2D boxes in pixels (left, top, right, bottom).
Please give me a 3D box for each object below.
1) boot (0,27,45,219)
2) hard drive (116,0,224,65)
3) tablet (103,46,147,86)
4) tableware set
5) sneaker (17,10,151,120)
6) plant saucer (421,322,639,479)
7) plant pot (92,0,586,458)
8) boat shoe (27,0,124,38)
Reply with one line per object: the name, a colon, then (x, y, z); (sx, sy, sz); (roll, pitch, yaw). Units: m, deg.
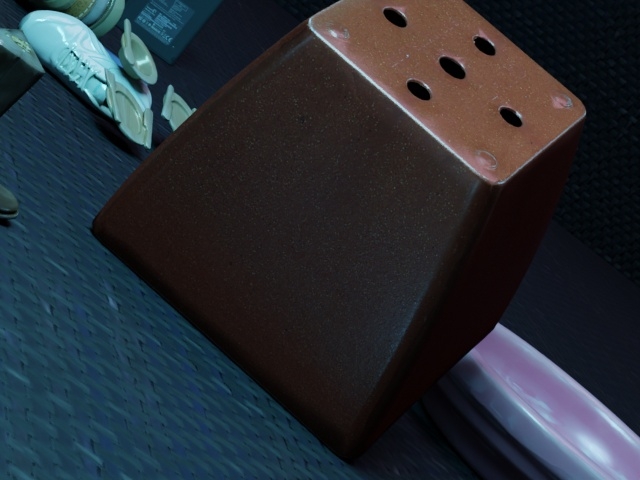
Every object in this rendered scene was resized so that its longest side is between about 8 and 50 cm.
boot: (-0.209, -0.078, 1.281); (0.106, 0.114, 0.037); (32, 13, -38)
hard drive: (-0.171, -0.288, 2.323); (0.094, 0.135, 0.022); (36, 10, -24)
tablet: (-0.218, -0.189, 2.084); (0.083, 0.006, 0.054); (38, 9, -14)
tableware set: (-0.149, -0.118, 1.823); (0.169, 0.020, 0.141); (47, 25, -38)
sneaker: (-0.215, -0.159, 1.818); (0.152, 0.054, 0.061); (37, 14, -21)
plant saucer: (0.210, 0.189, 1.771); (0.332, 0.084, 0.332); (39, 9, -7)
plant pot: (0.040, -0.049, 1.469); (0.267, 0.236, 0.267); (41, 36, 9)
boat shoe: (-0.319, -0.337, 2.053); (0.302, 0.113, 0.103); (46, 6, 27)
